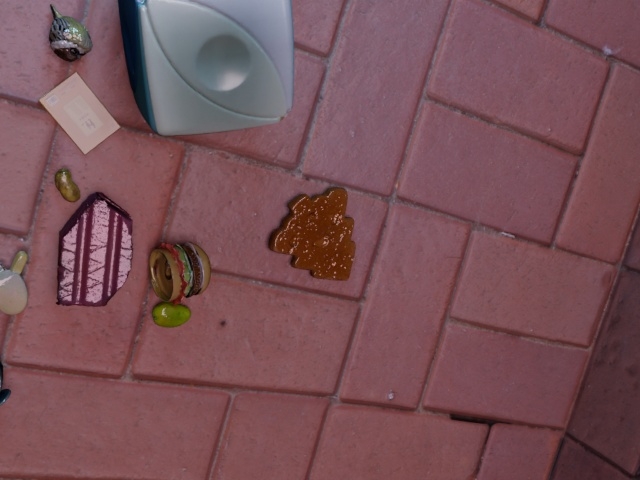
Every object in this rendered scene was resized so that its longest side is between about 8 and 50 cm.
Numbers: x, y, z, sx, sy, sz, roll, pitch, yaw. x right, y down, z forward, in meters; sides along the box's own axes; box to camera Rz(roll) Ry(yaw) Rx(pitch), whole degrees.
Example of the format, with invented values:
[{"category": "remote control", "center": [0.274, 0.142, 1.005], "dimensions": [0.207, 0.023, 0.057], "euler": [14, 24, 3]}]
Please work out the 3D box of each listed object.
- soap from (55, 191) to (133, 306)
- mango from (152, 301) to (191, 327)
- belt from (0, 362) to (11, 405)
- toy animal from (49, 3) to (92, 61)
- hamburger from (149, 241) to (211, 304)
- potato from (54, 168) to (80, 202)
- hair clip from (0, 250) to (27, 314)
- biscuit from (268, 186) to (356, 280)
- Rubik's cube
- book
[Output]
[{"category": "soap", "center": [-0.571, 0.020, 1.803], "dimensions": [0.182, 0.112, 0.289], "euler": [2, 101, -24]}, {"category": "mango", "center": [-0.407, 0.203, 1.948], "dimensions": [0.108, 0.056, 0.073], "euler": [1, 107, -26]}, {"category": "belt", "center": [-0.893, 0.339, 1.734], "dimensions": [0.267, 0.116, 0.207], "euler": [19, 89, -23]}, {"category": "toy animal", "center": [-0.610, -0.487, 1.684], "dimensions": [0.137, 0.098, 0.098], "euler": [42, 84, -9]}, {"category": "hamburger", "center": [-0.364, 0.082, 1.886], "dimensions": [0.136, 0.175, 0.175], "euler": [-10, 106, -34]}, {"category": "potato", "center": [-0.635, -0.137, 1.777], "dimensions": [0.045, 0.046, 0.092], "euler": [-53, 133, -44]}, {"category": "hair clip", "center": [-0.790, 0.085, 1.753], "dimensions": [0.159, 0.071, 0.219], "euler": [-32, 117, -16]}, {"category": "biscuit", "center": [0.000, 0.000, 2.086], "dimensions": [0.284, 0.043, 0.306], "euler": [-37, 116, -13]}, {"category": "Rubik's cube", "center": [-0.270, -0.466, 1.650], "dimensions": [0.347, 0.352, 0.352], "euler": [-11, 122, -18]}, {"category": "book", "center": [-0.597, -0.315, 1.769], "dimensions": [0.118, 0.012, 0.172], "euler": [-40, 114, -11]}]
